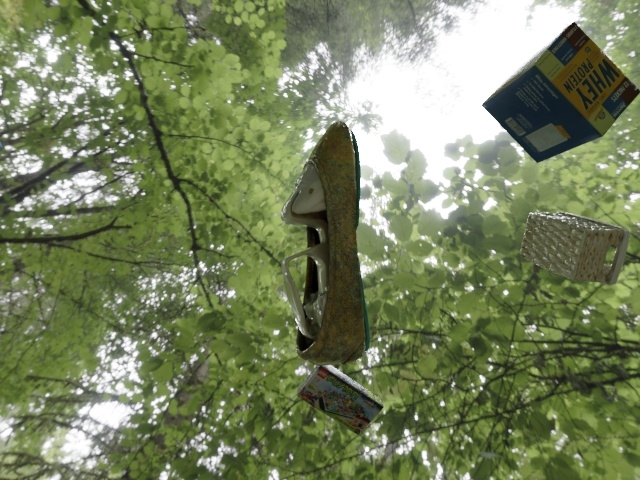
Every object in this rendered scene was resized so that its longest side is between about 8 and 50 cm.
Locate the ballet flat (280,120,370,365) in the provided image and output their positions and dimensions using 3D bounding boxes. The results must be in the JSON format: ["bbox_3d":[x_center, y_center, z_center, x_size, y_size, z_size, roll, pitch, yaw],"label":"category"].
[{"bbox_3d":[0.000,0.000,0.603,0.123,0.123,0.349,-4,-93,6],"label":"ballet flat"}]

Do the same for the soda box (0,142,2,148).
[{"bbox_3d":[-0.382,-0.141,0.410,0.067,0.210,0.071,-22,-87,-22],"label":"soda box"}]

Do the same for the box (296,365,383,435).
[{"bbox_3d":[0.052,0.420,1.156,0.207,0.036,0.114,34,-77,-6],"label":"box"}]

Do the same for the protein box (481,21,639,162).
[{"bbox_3d":[0.507,-0.306,0.939,0.200,0.201,0.136,44,-100,-3],"label":"protein box"}]

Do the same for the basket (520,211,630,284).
[{"bbox_3d":[0.501,0.010,0.871,0.103,0.167,0.113,2,-75,-15],"label":"basket"}]
